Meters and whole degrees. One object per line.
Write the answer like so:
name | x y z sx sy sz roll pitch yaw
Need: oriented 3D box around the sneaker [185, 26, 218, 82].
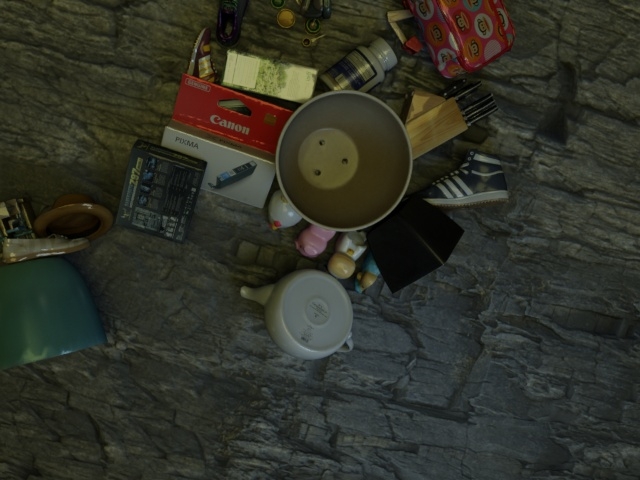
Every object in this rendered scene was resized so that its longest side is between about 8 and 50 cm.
sneaker | -0.294 -0.446 1.626 0.084 0.069 0.185 15 102 -18

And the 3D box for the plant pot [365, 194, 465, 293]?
plant pot | 0.231 -0.005 1.661 0.167 0.187 0.188 49 130 -4

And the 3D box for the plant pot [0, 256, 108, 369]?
plant pot | -0.696 0.172 1.559 0.293 0.293 0.235 -13 88 -5

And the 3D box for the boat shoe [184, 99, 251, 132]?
boat shoe | -0.267 -0.314 1.642 0.183 0.065 0.083 -7 97 -7

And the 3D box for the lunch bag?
lunch bag | 0.373 -0.590 1.637 0.258 0.120 0.293 -35 106 -26

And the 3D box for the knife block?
knife block | 0.333 -0.304 1.705 0.242 0.088 0.275 15 95 -8

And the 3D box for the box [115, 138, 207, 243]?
box | -0.405 -0.120 1.616 0.183 0.059 0.232 16 119 -10

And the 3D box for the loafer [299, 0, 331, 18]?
loafer | -0.017 -0.695 1.600 0.084 0.096 0.267 -2 93 -1

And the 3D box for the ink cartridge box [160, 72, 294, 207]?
ink cartridge box | -0.245 -0.246 1.613 0.296 0.066 0.261 17 118 -9

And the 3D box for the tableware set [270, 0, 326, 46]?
tableware set | -0.058 -0.578 1.652 0.104 0.024 0.154 -27 101 -2

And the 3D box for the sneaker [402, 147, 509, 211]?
sneaker | 0.359 -0.162 1.727 0.282 0.099 0.153 -5 82 8

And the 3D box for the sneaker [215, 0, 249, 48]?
sneaker | -0.217 -0.596 1.592 0.083 0.098 0.223 5 98 -8

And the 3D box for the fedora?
fedora | -0.626 -0.062 1.612 0.194 0.194 0.079 -16 62 -4

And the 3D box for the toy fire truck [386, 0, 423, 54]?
toy fire truck | 0.219 -0.599 1.670 0.192 0.047 0.135 40 91 -11

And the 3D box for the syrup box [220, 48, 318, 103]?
syrup box | -0.130 -0.414 1.629 0.237 0.096 0.093 11 98 -9

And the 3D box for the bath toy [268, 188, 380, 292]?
bath toy | 0.000 0.000 1.696 0.348 0.151 0.129 35 128 -10

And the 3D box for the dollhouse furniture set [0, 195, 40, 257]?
dollhouse furniture set | -0.782 -0.024 1.562 0.129 0.183 0.129 -18 100 -4

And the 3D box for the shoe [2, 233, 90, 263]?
shoe | -0.662 0.010 1.550 0.076 0.219 0.058 -8 93 39

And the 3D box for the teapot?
teapot | -0.046 0.203 1.691 0.252 0.187 0.256 -14 82 -32

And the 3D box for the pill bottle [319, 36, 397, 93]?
pill bottle | 0.100 -0.434 1.647 0.187 0.112 0.112 -38 101 -1

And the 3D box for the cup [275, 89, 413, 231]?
cup | 0.039 -0.201 1.606 0.331 0.237 0.331 -1 98 -9
